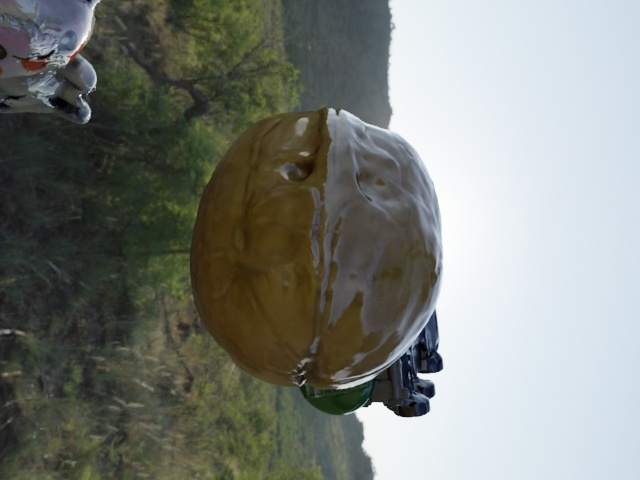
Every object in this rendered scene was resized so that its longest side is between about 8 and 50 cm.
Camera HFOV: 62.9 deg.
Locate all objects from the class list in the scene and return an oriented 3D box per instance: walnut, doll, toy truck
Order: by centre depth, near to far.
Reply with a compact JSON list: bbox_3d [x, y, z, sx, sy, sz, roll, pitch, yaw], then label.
[{"bbox_3d":[0.000,0.000,0.405,0.193,0.192,0.226,90,12,-57],"label":"walnut"},{"bbox_3d":[-0.266,-0.178,0.472,0.192,0.149,0.095,-42,-114,54],"label":"doll"},{"bbox_3d":[0.066,0.120,0.588,0.242,0.124,0.101,-10,93,-69],"label":"toy truck"}]
